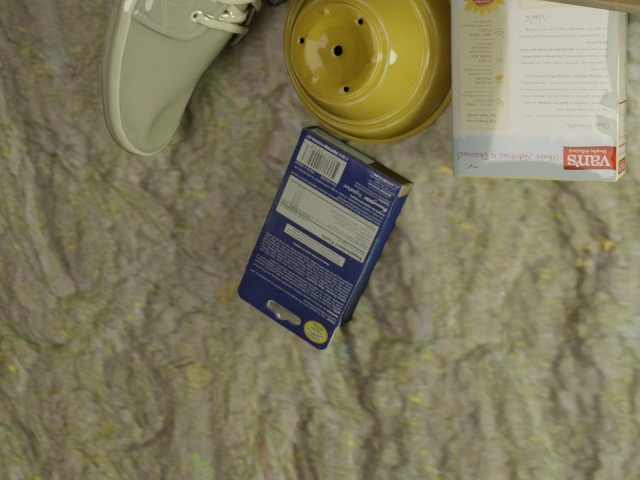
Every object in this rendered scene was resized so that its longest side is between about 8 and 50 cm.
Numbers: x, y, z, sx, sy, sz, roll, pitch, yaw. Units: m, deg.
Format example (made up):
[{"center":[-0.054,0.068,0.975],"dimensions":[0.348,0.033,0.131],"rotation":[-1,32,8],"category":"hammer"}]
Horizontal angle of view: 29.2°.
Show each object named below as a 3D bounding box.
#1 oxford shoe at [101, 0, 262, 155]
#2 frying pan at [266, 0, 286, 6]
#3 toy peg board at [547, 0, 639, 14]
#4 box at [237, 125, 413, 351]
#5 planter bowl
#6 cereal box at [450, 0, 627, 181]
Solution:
[{"center":[-0.115,-0.284,1.316],"dimensions":[0.130,0.169,0.449],"rotation":[30,109,17],"category":"oxford shoe"},{"center":[0.090,-0.354,1.237],"dimensions":[0.197,0.053,0.326],"rotation":[28,109,16],"category":"frying pan"},{"center":[0.260,-0.300,1.114],"dimensions":[0.161,0.079,0.161],"rotation":[14,75,25],"category":"toy peg board"},{"center":[0.000,0.000,1.391],"dimensions":[0.136,0.036,0.225],"rotation":[32,113,18],"category":"box"},{"center":[0.035,-0.203,1.294],"dimensions":[0.217,0.090,0.217],"rotation":[7,106,27],"category":"planter bowl"},{"center":[0.217,-0.180,1.226],"dimensions":[0.173,0.047,0.240],"rotation":[4,104,25],"category":"cereal box"}]
